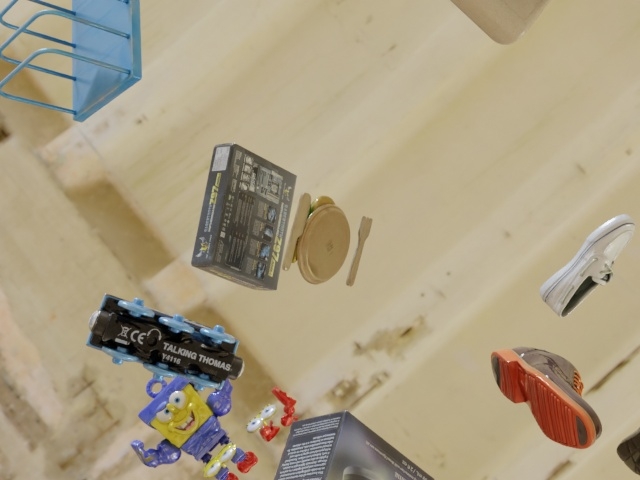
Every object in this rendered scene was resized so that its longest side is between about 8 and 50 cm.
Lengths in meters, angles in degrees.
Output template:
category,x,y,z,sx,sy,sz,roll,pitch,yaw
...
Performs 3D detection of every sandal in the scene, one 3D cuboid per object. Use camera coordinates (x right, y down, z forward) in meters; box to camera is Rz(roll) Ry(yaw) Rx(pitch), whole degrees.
category,x,y,z,sx,sy,sz,roll,pitch,yaw
sandal,0.533,0.302,1.490,0.090,0.060,0.219,52,-29,13

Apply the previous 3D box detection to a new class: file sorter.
category,x,y,z,sx,sy,sz,roll,pitch,yaw
file sorter,-0.254,-0.227,0.981,0.105,0.118,0.170,12,66,-41

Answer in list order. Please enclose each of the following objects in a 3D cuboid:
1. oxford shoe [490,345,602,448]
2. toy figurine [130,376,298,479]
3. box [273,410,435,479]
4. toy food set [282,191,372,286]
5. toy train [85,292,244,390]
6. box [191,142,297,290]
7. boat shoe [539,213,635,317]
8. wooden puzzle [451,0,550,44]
category,x,y,z,sx,sy,sz,roll,pitch,yaw
oxford shoe,0.342,0.211,1.419,0.271,0.099,0.096,-132,-150,-67
toy figurine,-0.236,0.337,1.685,0.217,0.362,0.191,43,-6,17
box,0.055,0.555,2.001,0.183,0.294,0.296,-22,-52,43
toy food set,0.000,0.000,1.470,0.039,0.132,0.192,15,-3,36
toy train,-0.178,0.118,1.132,0.184,0.080,0.105,20,-5,-16
box,-0.137,-0.040,1.808,0.059,0.232,0.183,-1,-16,39
boat shoe,0.511,0.054,1.828,0.083,0.226,0.075,16,33,-41
wooden puzzle,0.297,-0.535,1.536,0.322,0.347,0.080,39,0,-15
